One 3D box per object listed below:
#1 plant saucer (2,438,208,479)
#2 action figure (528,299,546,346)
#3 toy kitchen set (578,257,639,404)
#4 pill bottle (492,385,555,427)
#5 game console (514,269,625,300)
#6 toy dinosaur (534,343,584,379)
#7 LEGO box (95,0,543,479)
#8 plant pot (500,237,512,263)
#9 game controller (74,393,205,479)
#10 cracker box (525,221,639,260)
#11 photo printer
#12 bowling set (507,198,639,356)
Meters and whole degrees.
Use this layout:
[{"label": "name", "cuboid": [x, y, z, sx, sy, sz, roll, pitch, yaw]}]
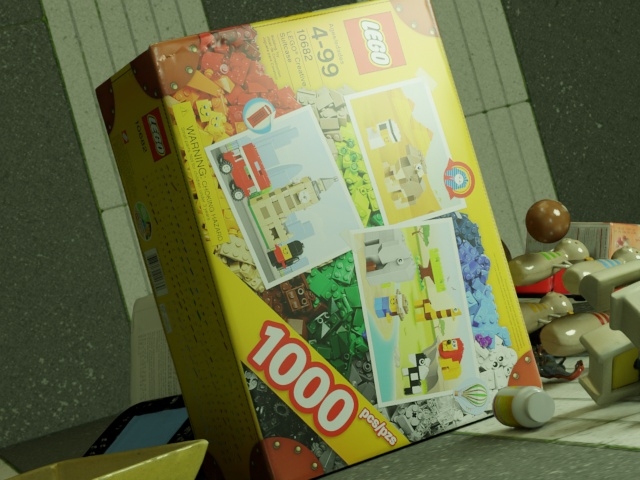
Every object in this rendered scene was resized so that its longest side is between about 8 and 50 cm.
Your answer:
[{"label": "plant saucer", "cuboid": [-0.324, 0.304, 1.661, 0.333, 0.081, 0.333, -16, -1, -40]}, {"label": "action figure", "cuboid": [0.220, 0.150, 2.470, 0.285, 0.099, 0.185, -8, -19, 0]}, {"label": "toy kitchen set", "cuboid": [0.356, 0.123, 1.540, 0.122, 0.166, 0.207, -16, 36, -15]}, {"label": "pill bottle", "cuboid": [0.211, 0.172, 1.623, 0.043, 0.043, 0.083, -15, -1, -16]}, {"label": "game console", "cuboid": [0.454, 0.069, 2.319, 0.342, 0.060, 0.386, 4, 0, 10]}, {"label": "toy dinosaur", "cuboid": [0.297, 0.160, 1.970, 0.047, 0.090, 0.082, -31, 45, -22]}, {"label": "LEGO box", "cuboid": [0.000, 0.000, 1.828, 0.372, 0.500, 0.193, -16, -1, -28]}, {"label": "plant pot", "cuboid": [0.144, 0.103, 2.264, 0.215, 0.215, 0.230, -17, 42, 46]}, {"label": "game controller", "cuboid": [-0.220, 0.264, 2.033, 0.319, 0.067, 0.166, -16, 38, 54]}, {"label": "cracker box", "cuboid": [0.445, 0.007, 2.435, 0.156, 0.067, 0.232, 5, 0, -25]}, {"label": "photo printer", "cuboid": [-0.150, 0.176, 2.154, 0.107, 0.256, 0.307, 6, -14, -34]}, {"label": "bowling set", "cuboid": [0.327, 0.042, 1.904, 0.154, 0.199, 0.287, -14, 19, -38]}]
